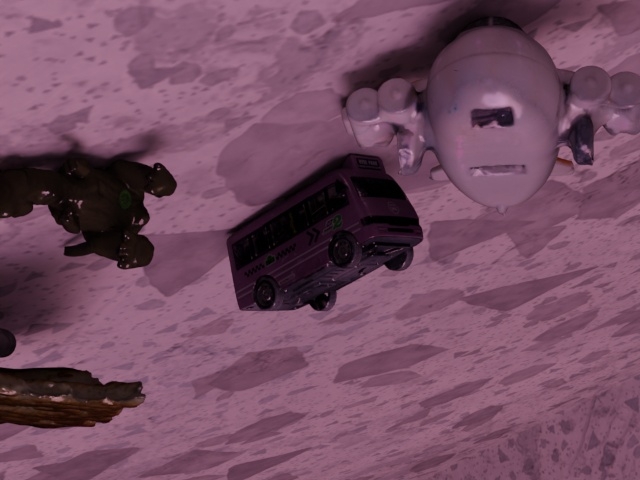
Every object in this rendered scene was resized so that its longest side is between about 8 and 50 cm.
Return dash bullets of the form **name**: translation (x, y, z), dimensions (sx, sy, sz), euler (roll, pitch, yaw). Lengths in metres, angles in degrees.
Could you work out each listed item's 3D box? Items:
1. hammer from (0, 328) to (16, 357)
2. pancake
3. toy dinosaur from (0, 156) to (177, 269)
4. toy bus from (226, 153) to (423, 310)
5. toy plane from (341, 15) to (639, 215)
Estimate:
- **hammer**: translation (-0.371, 0.064, 1.098), dimensions (0.152, 0.044, 0.427), euler (5, 173, 14)
- **pancake**: translation (-0.347, 0.112, 1.133), dimensions (0.426, 0.067, 0.304), euler (11, 164, -32)
- **toy dinosaur**: translation (-0.200, -0.036, 1.045), dimensions (0.187, 0.087, 0.179), euler (25, 173, -43)
- **toy bus**: translation (0.000, 0.000, 1.213), dimensions (0.086, 0.098, 0.178), euler (4, 154, -46)
- **toy plane**: translation (0.136, -0.098, 1.043), dimensions (0.244, 0.118, 0.245), euler (2, 161, 1)
